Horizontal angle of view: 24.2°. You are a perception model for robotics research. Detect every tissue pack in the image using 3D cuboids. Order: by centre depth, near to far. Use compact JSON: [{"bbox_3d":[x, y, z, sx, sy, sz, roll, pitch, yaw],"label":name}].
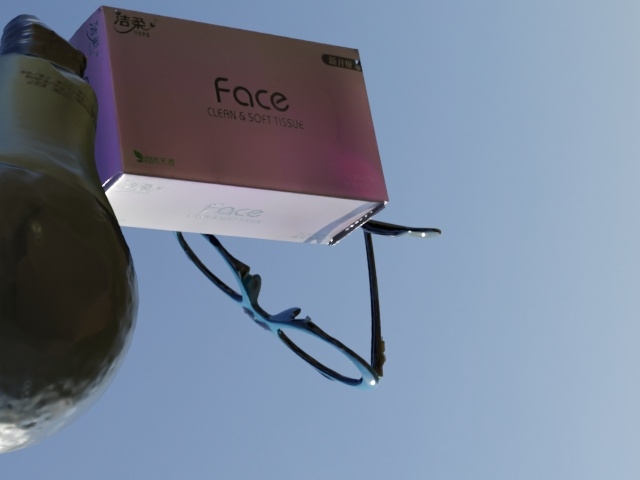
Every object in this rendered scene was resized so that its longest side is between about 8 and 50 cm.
[{"bbox_3d":[-0.075,-0.084,1.186,0.246,0.092,0.148,5,-115,-35],"label":"tissue pack"}]

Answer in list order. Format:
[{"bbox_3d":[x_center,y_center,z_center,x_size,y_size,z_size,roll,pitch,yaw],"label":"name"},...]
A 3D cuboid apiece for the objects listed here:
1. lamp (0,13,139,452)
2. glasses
[{"bbox_3d":[-0.181,-0.008,0.943,0.182,0.182,0.314,64,-145,-34],"label":"lamp"},{"bbox_3d":[-0.006,0.005,1.314,0.239,0.207,0.102,38,-166,3],"label":"glasses"}]
